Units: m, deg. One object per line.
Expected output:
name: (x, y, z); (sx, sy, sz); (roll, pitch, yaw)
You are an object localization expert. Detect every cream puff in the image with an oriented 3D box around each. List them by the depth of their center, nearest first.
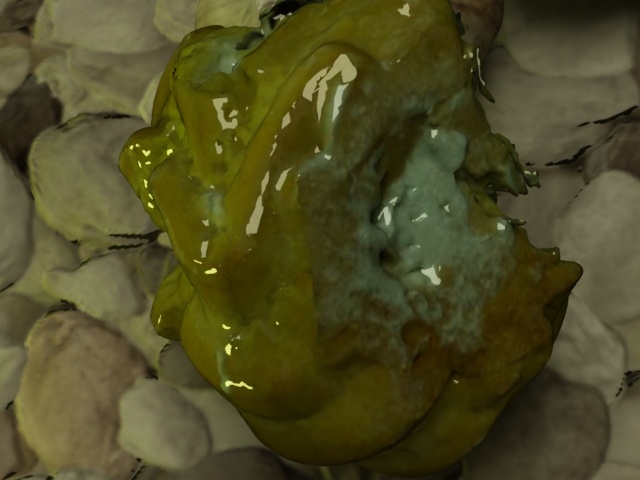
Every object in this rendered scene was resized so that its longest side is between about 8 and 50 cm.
cream puff: (-0.004, 0.003, 0.733); (0.195, 0.221, 0.194); (-21, 13, 5)

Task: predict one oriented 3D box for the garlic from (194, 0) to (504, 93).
garlic: (0.014, -0.113, 0.850); (0.159, 0.102, 0.147); (5, 73, 0)
